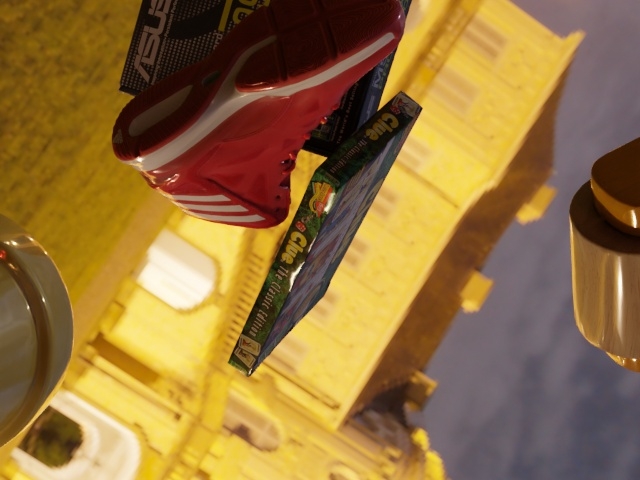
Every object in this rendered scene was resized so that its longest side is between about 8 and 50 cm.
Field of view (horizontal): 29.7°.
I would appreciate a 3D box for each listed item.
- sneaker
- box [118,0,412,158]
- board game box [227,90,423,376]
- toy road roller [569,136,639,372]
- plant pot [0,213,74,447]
[{"bbox_3d":[-0.025,-0.089,0.856,0.221,0.128,0.087,-23,-131,15],"label":"sneaker"},{"bbox_3d":[-0.032,-0.223,1.021,0.060,0.216,0.270,-8,116,-75],"label":"box"},{"bbox_3d":[0.000,0.000,1.021,0.136,0.030,0.259,-49,170,-42],"label":"board game box"},{"bbox_3d":[0.397,0.013,1.017,0.330,0.202,0.240,-23,-138,-11],"label":"toy road roller"},{"bbox_3d":[-0.379,0.103,1.104,0.254,0.254,0.239,-54,-178,11],"label":"plant pot"}]
